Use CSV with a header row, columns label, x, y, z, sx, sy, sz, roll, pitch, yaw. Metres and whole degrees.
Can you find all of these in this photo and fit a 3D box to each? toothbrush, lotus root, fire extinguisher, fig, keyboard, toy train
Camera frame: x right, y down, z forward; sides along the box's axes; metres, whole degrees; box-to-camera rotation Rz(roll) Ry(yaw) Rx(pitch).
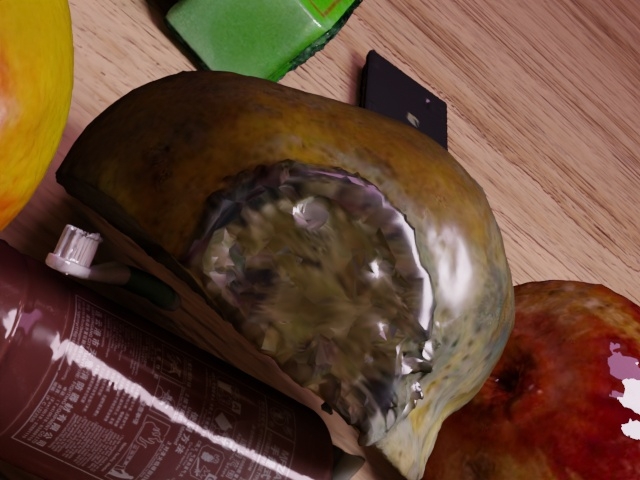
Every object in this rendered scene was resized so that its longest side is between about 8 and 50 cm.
label,x,y,z,sx,sy,sz,roll,pitch,yaw
toothbrush,-0.102,0.019,0.764,0.018,0.024,0.257,25,-5,8
lotus root,-0.009,-0.008,0.775,0.267,0.149,0.260,37,-5,1
fire extinguisher,-0.079,0.102,0.737,0.269,0.105,0.104,32,31,-30
fig,0.150,0.127,0.956,0.205,0.205,0.205,36,29,-24
keyboard,0.069,-0.057,1.237,0.106,0.027,0.317,36,29,-17
toy train,-0.055,-0.231,1.173,0.188,0.132,0.243,48,29,-11

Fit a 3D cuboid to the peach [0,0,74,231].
label,x,y,z,sx,sy,sz,roll,pitch,yaw
peach,-0.219,-0.081,0.625,0.231,0.231,0.231,36,29,-24
